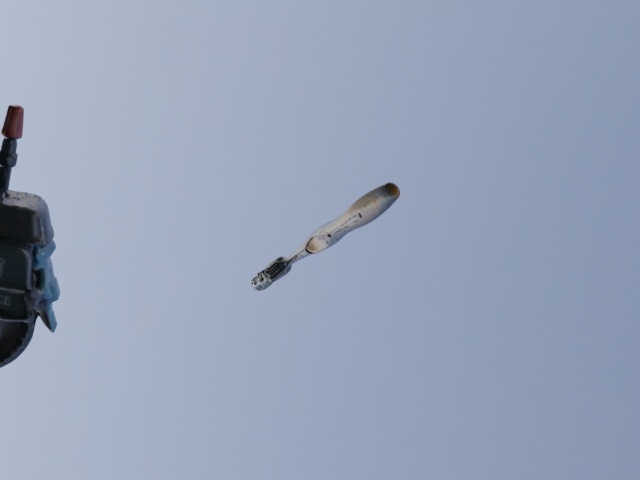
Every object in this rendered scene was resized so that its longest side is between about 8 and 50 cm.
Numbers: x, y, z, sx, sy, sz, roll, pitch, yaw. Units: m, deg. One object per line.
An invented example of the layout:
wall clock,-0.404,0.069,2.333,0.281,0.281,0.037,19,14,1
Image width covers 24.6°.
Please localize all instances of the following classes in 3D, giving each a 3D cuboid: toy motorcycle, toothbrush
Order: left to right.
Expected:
toy motorcycle,-0.298,-0.010,0.943,0.123,0.272,0.182,-116,-144,-73
toothbrush,0.002,-0.002,1.328,0.031,0.023,0.321,-44,-176,-28
